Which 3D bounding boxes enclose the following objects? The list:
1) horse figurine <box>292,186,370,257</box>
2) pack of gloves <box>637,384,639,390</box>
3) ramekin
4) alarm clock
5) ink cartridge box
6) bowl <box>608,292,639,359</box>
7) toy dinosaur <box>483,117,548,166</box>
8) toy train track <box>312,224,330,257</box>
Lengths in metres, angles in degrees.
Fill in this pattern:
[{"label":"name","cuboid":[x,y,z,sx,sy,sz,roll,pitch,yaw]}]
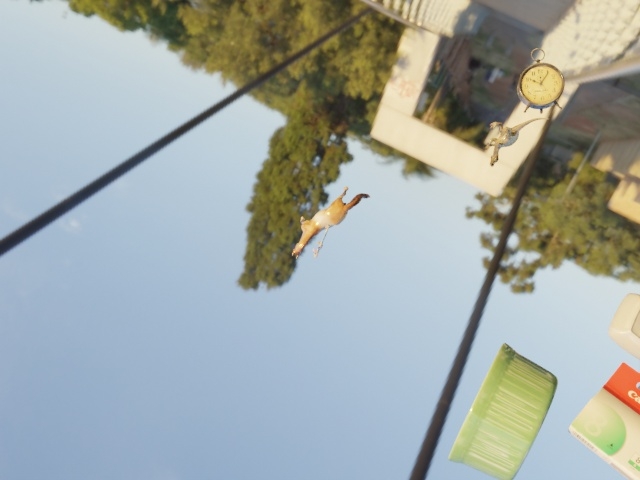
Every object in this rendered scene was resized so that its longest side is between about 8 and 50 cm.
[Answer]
[{"label":"horse figurine","cuboid":[0.020,-0.070,2.071,0.066,0.263,0.174,52,-160,-18]},{"label":"pack of gloves","cuboid":[0.887,0.510,1.889,0.195,0.232,0.046,52,167,15]},{"label":"ramekin","cuboid":[0.427,0.404,1.620,0.148,0.303,0.303,26,-167,17]},{"label":"alarm clock","cuboid":[0.646,-0.471,2.062,0.130,0.191,0.064,-3,177,11]},{"label":"ink cartridge box","cuboid":[0.694,0.398,1.561,0.181,0.224,0.056,38,165,25]},{"label":"bowl","cuboid":[0.778,0.208,1.676,0.142,0.142,0.053,35,163,-2]},{"label":"toy dinosaur","cuboid":[0.469,-0.266,1.750,0.093,0.183,0.053,15,-138,-39]},{"label":"toy train track","cuboid":[0.000,0.000,1.630,0.014,0.083,0.048,25,-166,8]}]
